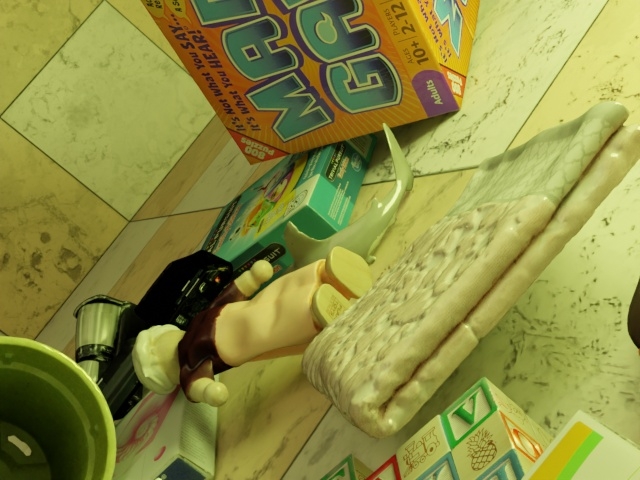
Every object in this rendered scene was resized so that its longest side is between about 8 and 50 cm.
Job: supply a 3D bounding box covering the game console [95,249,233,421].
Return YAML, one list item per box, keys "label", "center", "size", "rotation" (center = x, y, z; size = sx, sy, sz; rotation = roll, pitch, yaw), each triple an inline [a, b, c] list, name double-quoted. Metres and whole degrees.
- label: "game console"
  center: [-0.269, 0.164, 1.345]
  size: [0.361, 0.044, 0.213]
  rotation: [-54, 20, -13]

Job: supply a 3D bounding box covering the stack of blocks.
- label: "stack of blocks"
  center: [0.041, 0.234, 0.628]
  size: [0.297, 0.087, 0.171]
  rotation: [-44, 18, 14]

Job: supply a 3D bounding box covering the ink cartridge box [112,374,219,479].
- label: "ink cartridge box"
  center: [-0.266, 0.306, 1.236]
  size: [0.324, 0.071, 0.330]
  rotation: [-45, 20, 13]

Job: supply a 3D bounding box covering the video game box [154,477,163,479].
- label: "video game box"
  center: [-0.209, 0.354, 0.933]
  size: [0.187, 0.048, 0.205]
  rotation: [-57, -1, -30]

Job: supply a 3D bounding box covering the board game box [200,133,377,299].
- label: "board game box"
  center: [-0.073, -0.032, 1.452]
  size: [0.336, 0.079, 0.253]
  rotation: [-35, 23, 37]

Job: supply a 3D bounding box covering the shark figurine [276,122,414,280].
- label: "shark figurine"
  center: [0.017, -0.010, 1.149]
  size: [0.278, 0.116, 0.166]
  rotation: [-47, 19, 13]

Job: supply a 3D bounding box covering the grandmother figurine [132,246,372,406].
- label: "grandmother figurine"
  center: [-0.104, 0.118, 1.093]
  size: [0.343, 0.104, 0.207]
  rotation: [-21, 25, 36]

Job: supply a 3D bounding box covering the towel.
- label: "towel"
  center: [0.112, 0.024, 0.809]
  size: [0.317, 0.053, 0.332]
  rotation: [-47, 3, -6]

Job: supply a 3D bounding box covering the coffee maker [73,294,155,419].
- label: "coffee maker"
  center: [-0.335, 0.200, 1.515]
  size: [0.120, 0.171, 0.178]
  rotation: [119, 155, -50]

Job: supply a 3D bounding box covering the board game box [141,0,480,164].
- label: "board game box"
  center: [0.002, -0.391, 1.356]
  size: [0.357, 0.356, 0.356]
  rotation: [-12, 40, 27]

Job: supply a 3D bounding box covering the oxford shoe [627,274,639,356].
- label: "oxford shoe"
  center: [0.240, 0.064, 0.545]
  size: [0.098, 0.097, 0.271]
  rotation: [-60, 2, 41]

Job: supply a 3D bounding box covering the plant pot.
- label: "plant pot"
  center: [-0.423, 0.290, 1.160]
  size: [0.276, 0.276, 0.254]
  rotation: [-60, 8, -31]

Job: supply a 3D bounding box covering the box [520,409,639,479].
- label: "box"
  center: [0.125, 0.207, 0.446]
  size: [0.203, 0.114, 0.103]
  rotation: [-51, 18, -2]
